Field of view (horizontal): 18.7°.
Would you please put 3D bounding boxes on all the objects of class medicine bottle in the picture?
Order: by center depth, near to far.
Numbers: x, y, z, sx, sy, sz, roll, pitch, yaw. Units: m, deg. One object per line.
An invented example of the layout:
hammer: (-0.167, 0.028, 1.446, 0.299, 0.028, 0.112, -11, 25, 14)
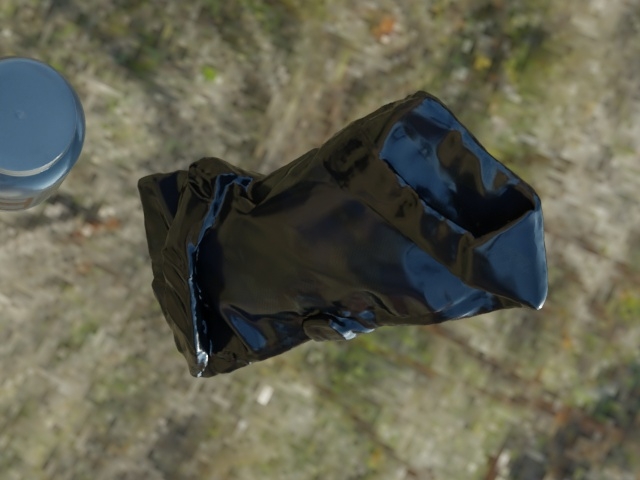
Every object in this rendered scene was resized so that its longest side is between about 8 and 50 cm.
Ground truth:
medicine bottle: (-0.174, -0.061, 1.101, 0.079, 0.079, 0.140, -59, -172, -10)

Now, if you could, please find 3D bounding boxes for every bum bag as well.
bum bag: (0.000, 0.000, 1.130, 0.074, 0.310, 0.137, -40, 109, -48)
